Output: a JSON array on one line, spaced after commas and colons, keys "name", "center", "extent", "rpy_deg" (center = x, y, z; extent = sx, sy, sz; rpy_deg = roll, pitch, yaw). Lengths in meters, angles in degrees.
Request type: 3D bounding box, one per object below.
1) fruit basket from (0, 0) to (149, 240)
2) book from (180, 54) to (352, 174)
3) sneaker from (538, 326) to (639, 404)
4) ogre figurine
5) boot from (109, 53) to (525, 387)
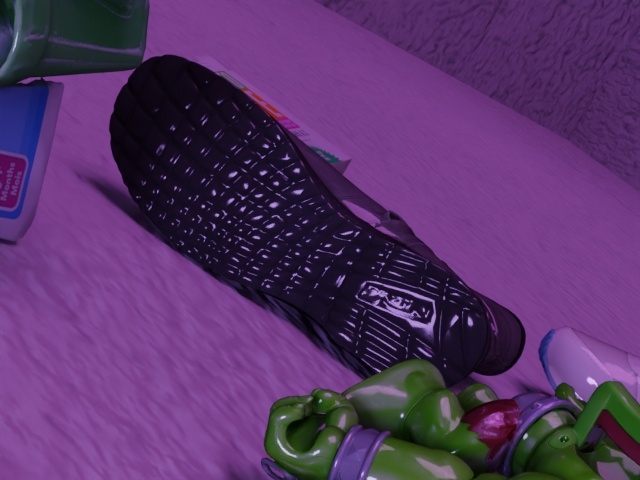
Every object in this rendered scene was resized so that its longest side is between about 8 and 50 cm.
[{"name": "fruit basket", "center": [-0.183, -0.174, 0.517], "extent": [0.165, 0.327, 0.353], "rpy_deg": [4, -4, 25]}, {"name": "book", "center": [-0.055, -0.088, 1.172], "extent": [0.144, 0.035, 0.096], "rpy_deg": [35, 16, 12]}, {"name": "sneaker", "center": [0.238, 0.109, 0.931], "extent": [0.229, 0.092, 0.087], "rpy_deg": [31, 13, 4]}, {"name": "ogre figurine", "center": [0.080, 0.092, 0.592], "extent": [0.118, 0.097, 0.197], "rpy_deg": [26, -7, 44]}, {"name": "boot", "center": [0.000, 0.000, 0.857], "extent": [0.246, 0.083, 0.161], "rpy_deg": [39, 6, 11]}]
